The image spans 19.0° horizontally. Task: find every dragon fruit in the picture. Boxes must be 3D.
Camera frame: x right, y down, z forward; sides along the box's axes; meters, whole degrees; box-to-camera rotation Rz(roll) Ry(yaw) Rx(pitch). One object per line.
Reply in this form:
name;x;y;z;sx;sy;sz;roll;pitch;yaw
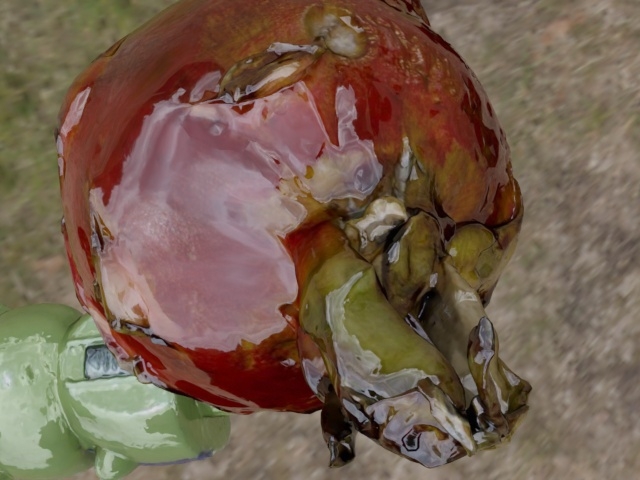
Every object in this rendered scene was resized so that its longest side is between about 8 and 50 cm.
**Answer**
dragon fruit;0.000;0.000;0.483;0.125;0.246;0.125;-10;111;-8

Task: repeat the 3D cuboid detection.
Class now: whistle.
whistle;-0.093;0.071;0.975;0.227;0.085;0.105;-8;67;14
